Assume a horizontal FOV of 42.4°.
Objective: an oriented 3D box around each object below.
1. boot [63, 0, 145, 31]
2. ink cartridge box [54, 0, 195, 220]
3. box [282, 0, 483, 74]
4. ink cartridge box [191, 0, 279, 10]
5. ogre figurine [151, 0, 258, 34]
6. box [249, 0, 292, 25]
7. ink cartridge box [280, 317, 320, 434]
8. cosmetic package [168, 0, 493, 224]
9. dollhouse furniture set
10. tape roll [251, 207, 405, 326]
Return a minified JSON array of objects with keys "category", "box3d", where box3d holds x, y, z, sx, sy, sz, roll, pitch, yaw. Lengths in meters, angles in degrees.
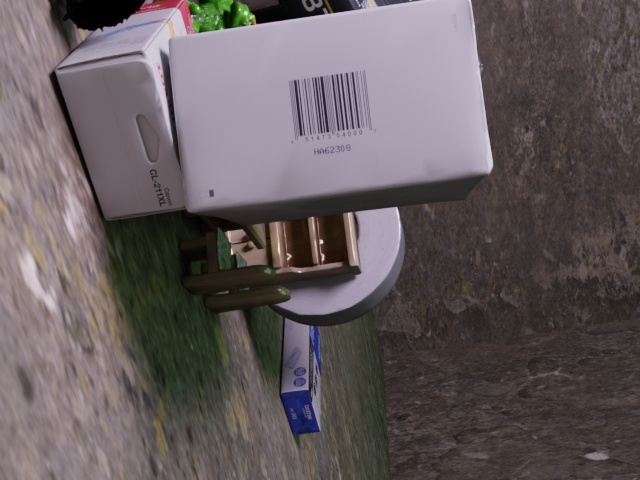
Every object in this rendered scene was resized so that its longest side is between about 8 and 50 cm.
[{"category":"boot","box3d":[-0.145,-0.215,0.627,0.045,0.121,0.099,67,9,-54]},{"category":"ink cartridge box","box3d":[-0.142,-0.113,0.678,0.175,0.072,0.127,-87,167,-62]},{"category":"box","box3d":[0.077,-0.321,1.121,0.395,0.097,0.318,59,35,-23]},{"category":"ink cartridge box","box3d":[-0.116,-0.340,1.076,0.181,0.104,0.061,-5,85,-83]},{"category":"ogre figurine","box3d":[-0.134,-0.246,0.890,0.118,0.097,0.197,32,31,-58]},{"category":"box","box3d":[0.028,-0.376,1.459,0.343,0.312,0.179,70,12,-61]},{"category":"ink cartridge box","box3d":[-0.029,0.197,1.312,0.207,0.046,0.097,-91,170,-54]},{"category":"cosmetic package","box3d":[0.015,-0.095,0.698,0.225,0.224,0.138,30,54,-84]},{"category":"dollhouse furniture set","box3d":[-0.052,-0.033,0.940,0.242,0.161,0.212,62,19,-69]},{"category":"tape roll","box3d":[0.000,0.000,1.089,0.072,0.219,0.219,63,19,-70]}]
